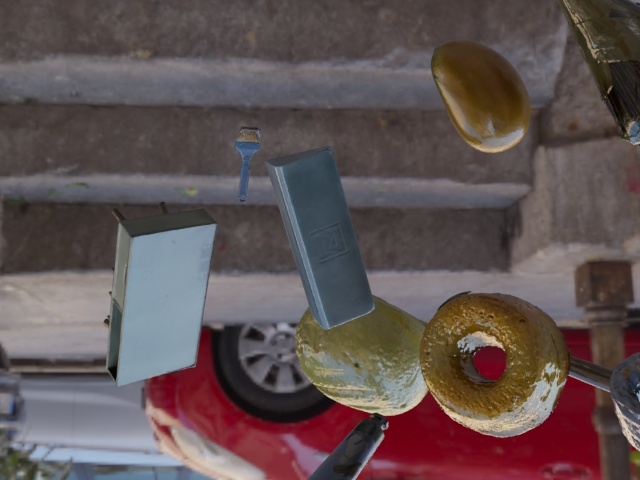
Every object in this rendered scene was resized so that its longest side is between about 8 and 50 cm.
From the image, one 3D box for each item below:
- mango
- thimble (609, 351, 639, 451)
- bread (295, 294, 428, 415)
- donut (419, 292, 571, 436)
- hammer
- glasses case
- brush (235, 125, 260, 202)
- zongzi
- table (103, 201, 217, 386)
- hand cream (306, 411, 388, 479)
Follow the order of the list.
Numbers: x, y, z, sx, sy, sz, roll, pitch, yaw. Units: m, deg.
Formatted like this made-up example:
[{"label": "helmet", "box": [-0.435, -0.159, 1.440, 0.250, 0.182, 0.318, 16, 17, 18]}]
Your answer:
[{"label": "mango", "box": [0.337, -0.305, 1.688, 0.176, 0.254, 0.139, -26, -179, -31]}, {"label": "thimble", "box": [0.521, 0.254, 1.241, 0.127, 0.117, 0.151, -29, -150, -2]}, {"label": "bread", "box": [0.101, 0.248, 1.811, 0.321, 0.237, 0.320, 15, 161, 5]}, {"label": "donut", "box": [0.302, 0.218, 1.495, 0.278, 0.277, 0.108, -8, 161, 34]}, {"label": "hammer", "box": [0.469, 0.249, 1.877, 0.440, 0.168, 0.044, 21, -153, 19]}, {"label": "glasses case", "box": [0.000, 0.000, 1.211, 0.105, 0.266, 0.056, -12, -159, 11]}, {"label": "brush", "box": [-0.154, -0.155, 1.689, 0.051, 0.164, 0.014, 1, -158, -15]}, {"label": "zongzi", "box": [0.531, -0.342, 1.515, 0.318, 0.289, 0.154, 27, 138, -12]}, {"label": "table", "box": [-0.232, 0.060, 1.110, 0.122, 0.240, 0.111, -10, -143, -35]}, {"label": "hand cream", "box": [0.049, 0.454, 1.649, 0.271, 0.091, 0.058, -43, 173, -36]}]
